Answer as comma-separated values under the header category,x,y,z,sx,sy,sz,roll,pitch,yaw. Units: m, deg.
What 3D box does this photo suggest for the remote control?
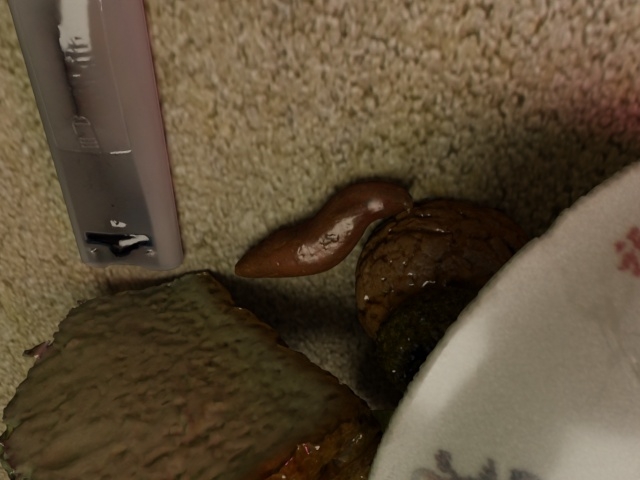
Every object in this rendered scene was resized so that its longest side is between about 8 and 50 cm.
category,x,y,z,sx,sy,sz,roll,pitch,yaw
remote control,-0.200,-0.093,0.580,0.110,0.055,0.312,2,125,4

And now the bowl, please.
category,x,y,z,sx,sy,sz,roll,pitch,yaw
bowl,0.264,0.157,0.491,0.435,0.196,0.434,-22,134,-25

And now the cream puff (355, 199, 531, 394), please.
category,x,y,z,sx,sy,sz,roll,pitch,yaw
cream puff,0.121,0.072,0.595,0.184,0.169,0.183,3,124,5

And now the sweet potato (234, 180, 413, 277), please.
category,x,y,z,sx,sy,sz,roll,pitch,yaw
sweet potato,0.000,-0.002,0.625,0.202,0.055,0.058,-28,128,22

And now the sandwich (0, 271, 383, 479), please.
category,x,y,z,sx,sy,sz,roll,pitch,yaw
sandwich,-0.144,0.174,0.605,0.325,0.262,0.131,31,140,37

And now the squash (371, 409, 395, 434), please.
category,x,y,z,sx,sy,sz,roll,pitch,yaw
squash,0.126,0.194,0.689,0.220,0.041,0.219,-3,159,-1
